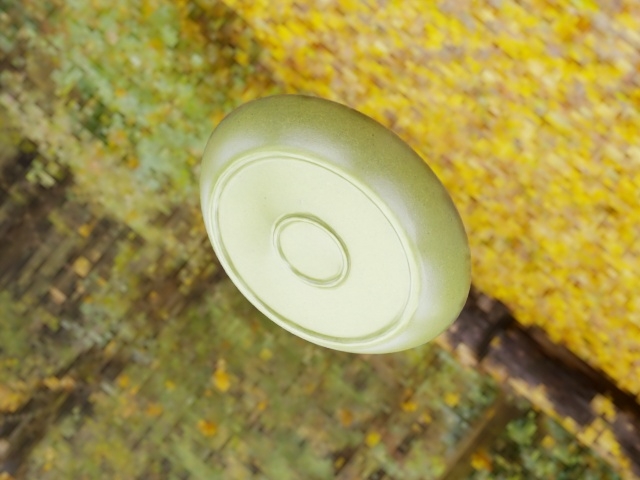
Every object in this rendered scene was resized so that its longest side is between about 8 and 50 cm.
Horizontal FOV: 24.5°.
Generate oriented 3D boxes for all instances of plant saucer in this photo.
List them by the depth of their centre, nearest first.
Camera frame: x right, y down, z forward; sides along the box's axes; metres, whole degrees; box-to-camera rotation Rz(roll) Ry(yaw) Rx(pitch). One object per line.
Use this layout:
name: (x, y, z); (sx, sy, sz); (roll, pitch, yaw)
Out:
plant saucer: (0.000, 0.000, 1.141); (0.241, 0.037, 0.241); (20, 133, 22)
